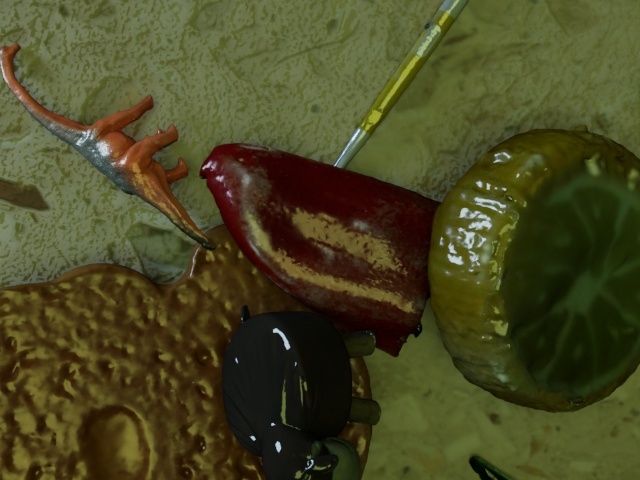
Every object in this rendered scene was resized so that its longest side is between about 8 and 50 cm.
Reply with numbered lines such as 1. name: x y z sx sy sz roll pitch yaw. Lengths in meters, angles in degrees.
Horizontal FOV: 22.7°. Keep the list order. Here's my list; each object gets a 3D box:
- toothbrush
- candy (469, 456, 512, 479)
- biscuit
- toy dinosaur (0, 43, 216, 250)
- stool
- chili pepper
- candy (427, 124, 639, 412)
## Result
1. toothbrush: 0.054 -0.122 1.513 0.021 0.024 0.288 35 93 -1
2. candy: 0.280 0.299 1.528 0.323 0.097 0.097 32 93 4
3. biscuit: -0.168 0.188 1.458 0.455 0.078 0.350 -16 84 -17
4. toy dinosaur: -0.190 -0.095 1.482 0.101 0.055 0.279 -30 64 -33
5. stool: -0.010 0.148 1.396 0.121 0.217 0.125 7 138 -36
6. chili pepper: 0.000 0.000 1.458 0.252 0.136 0.144 22 109 -10
7. candy: 0.210 0.027 1.433 0.260 0.118 0.260 -10 106 -37
